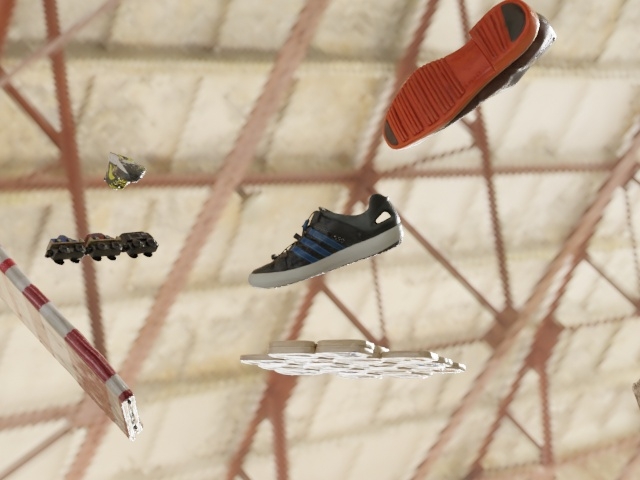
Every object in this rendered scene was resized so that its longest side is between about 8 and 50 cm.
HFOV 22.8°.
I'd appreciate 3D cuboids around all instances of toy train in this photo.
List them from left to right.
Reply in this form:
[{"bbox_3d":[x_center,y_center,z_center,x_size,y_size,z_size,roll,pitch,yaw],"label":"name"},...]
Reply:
[{"bbox_3d":[-0.263,0.006,1.892,0.158,0.036,0.027,-5,-45,-43],"label":"toy train"}]

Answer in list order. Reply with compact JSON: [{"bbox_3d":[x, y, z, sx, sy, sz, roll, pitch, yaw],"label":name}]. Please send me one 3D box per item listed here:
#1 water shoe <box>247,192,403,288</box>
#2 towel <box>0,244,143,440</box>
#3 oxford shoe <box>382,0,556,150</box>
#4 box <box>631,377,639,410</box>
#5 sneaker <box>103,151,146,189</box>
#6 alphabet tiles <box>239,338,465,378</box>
[{"bbox_3d":[0.000,0.000,1.969,0.203,0.080,0.073,-19,0,3],"label":"water shoe"},{"bbox_3d":[-0.355,0.119,2.145,0.037,0.329,0.237,-41,-13,-15],"label":"towel"},{"bbox_3d":[0.200,-0.203,2.112,0.271,0.097,0.098,-38,-34,26],"label":"oxford shoe"},{"bbox_3d":[0.392,0.196,1.609,0.093,0.158,0.156,-17,-13,0],"label":"box"},{"bbox_3d":[-0.202,-0.066,1.633,0.031,0.083,0.035,16,-83,-21],"label":"sneaker"},{"bbox_3d":[0.045,0.165,2.187,0.284,0.278,0.021,27,-117,-63],"label":"alphabet tiles"}]
